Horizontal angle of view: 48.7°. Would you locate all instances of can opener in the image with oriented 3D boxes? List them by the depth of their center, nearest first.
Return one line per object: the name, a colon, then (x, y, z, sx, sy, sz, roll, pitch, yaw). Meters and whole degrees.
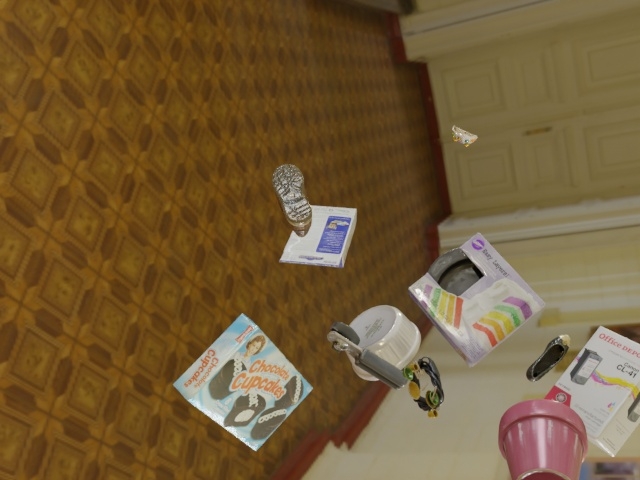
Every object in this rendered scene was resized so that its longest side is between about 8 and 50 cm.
can opener: (0.149, 0.347, 2.175, 0.095, 0.283, 0.076, -58, 180, -32)

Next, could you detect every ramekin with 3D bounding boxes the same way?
ramekin: (0.201, 0.342, 2.448, 0.127, 0.273, 0.273, 55, 34, -24)

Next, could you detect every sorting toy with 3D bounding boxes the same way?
sorting toy: (0.448, -0.336, 2.246, 0.045, 0.083, 0.075, -62, 158, 5)

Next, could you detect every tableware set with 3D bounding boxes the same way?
tableware set: (0.271, 0.394, 1.864, 0.104, 0.024, 0.154, -19, 82, -54)

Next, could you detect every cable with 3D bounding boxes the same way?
cable: (0.345, 0.485, 2.319, 0.047, 0.150, 0.184, 8, 41, -30)

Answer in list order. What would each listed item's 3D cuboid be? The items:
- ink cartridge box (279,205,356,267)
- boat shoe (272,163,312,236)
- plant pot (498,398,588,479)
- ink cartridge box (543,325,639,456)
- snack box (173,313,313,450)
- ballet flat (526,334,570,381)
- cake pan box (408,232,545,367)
ink cartridge box: (0.000, 0.000, 2.157, 0.371, 0.176, 0.069, -68, 160, -61)
boat shoe: (-0.057, -0.080, 1.398, 0.060, 0.064, 0.178, 86, -10, -48)
plant pot: (0.501, 0.490, 1.587, 0.180, 0.201, 0.201, -65, 141, -58)
ink cartridge box: (0.840, 0.435, 2.075, 0.131, 0.226, 0.306, 40, 86, -31)
snack box: (-0.145, 0.297, 1.437, 0.187, 0.060, 0.322, -46, 144, -11)
ballet flat: (0.643, 0.332, 1.973, 0.057, 0.173, 0.049, 44, -10, 2)
cake pan box: (0.394, 0.146, 1.815, 0.267, 0.246, 0.070, 52, -7, 18)
